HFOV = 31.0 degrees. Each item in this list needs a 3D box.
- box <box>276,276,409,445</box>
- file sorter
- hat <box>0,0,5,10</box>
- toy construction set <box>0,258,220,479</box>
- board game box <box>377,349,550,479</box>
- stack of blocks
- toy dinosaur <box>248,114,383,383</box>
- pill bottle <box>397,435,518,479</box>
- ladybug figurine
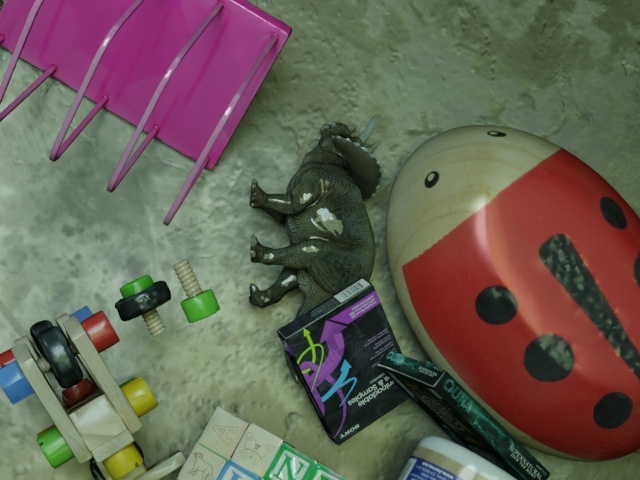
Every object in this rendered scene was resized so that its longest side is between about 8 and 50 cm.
[{"bbox_3d":[0.033,0.136,1.286,0.116,0.029,0.162,-32,121,-13],"label":"box"},{"bbox_3d":[-0.219,-0.183,1.199,0.290,0.202,0.182,31,36,-5],"label":"file sorter"},{"bbox_3d":[-0.242,-0.381,1.295,0.331,0.134,0.331,2,82,-12],"label":"hat"},{"bbox_3d":[-0.249,0.203,1.137,0.309,0.257,0.237,-29,96,-40],"label":"toy construction set"},{"bbox_3d":[0.155,0.195,1.261,0.186,0.126,0.026,45,76,-23],"label":"board game box"},{"bbox_3d":[-0.016,0.315,1.166,0.297,0.087,0.171,25,80,27],"label":"stack of blocks"},{"bbox_3d":[0.000,0.000,1.292,0.160,0.121,0.313,0,79,-5],"label":"toy dinosaur"},{"bbox_3d":[0.113,0.359,1.242,0.153,0.153,0.265,33,78,-5],"label":"pill bottle"},{"bbox_3d":[0.265,0.058,1.312,0.305,0.162,0.449,-39,91,-14],"label":"ladybug figurine"}]
